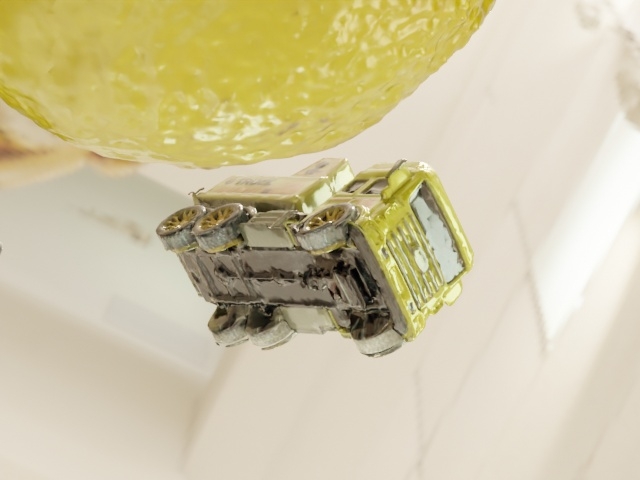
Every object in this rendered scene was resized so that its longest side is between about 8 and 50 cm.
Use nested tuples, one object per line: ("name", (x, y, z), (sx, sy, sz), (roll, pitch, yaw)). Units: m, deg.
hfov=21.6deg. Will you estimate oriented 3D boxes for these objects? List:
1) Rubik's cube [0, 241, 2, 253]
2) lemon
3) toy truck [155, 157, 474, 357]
("Rubik's cube", (-0.433, 0.048, 1.214), (0.253, 0.259, 0.256), (-64, 163, 7))
("lemon", (-0.053, -0.164, 0.778), (0.322, 0.268, 0.268), (-33, -179, -10))
("toy truck", (0.000, 0.000, 1.353), (0.272, 0.124, 0.157), (0, -145, 50))
